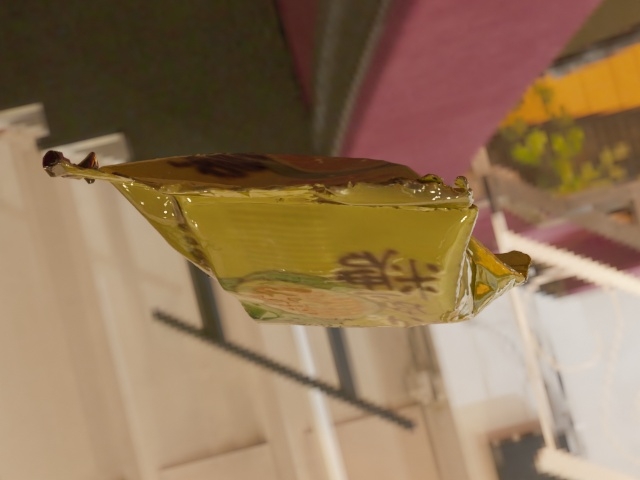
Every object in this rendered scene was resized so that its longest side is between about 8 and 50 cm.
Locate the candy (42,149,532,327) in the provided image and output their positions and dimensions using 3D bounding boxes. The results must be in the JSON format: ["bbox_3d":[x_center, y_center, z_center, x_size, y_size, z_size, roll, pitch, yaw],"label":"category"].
[{"bbox_3d":[0.000,0.000,0.806,0.187,0.081,0.297,3,174,14],"label":"candy"}]
